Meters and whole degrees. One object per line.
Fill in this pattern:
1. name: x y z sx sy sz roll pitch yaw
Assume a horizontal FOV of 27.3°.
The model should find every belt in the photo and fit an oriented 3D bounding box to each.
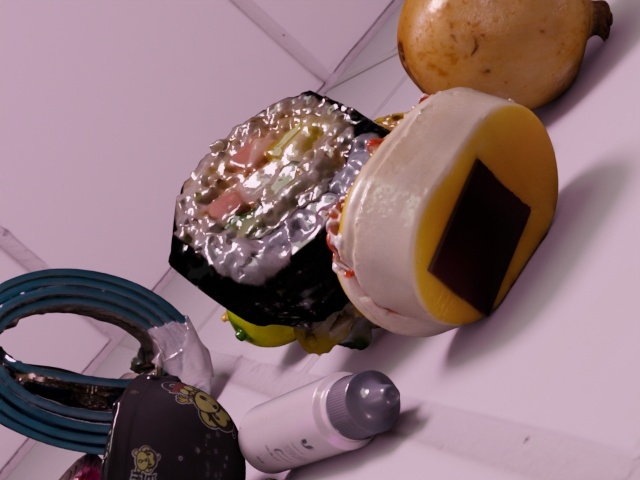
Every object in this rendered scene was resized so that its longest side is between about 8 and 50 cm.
1. belt: -0.403 0.207 2.256 0.173 0.436 0.300 167 117 -69

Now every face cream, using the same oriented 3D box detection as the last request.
1. face cream: 0.005 0.204 1.515 0.092 0.092 0.311 -55 11 -31

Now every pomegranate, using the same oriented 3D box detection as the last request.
1. pomegranate: 0.241 -0.303 1.857 0.307 0.307 0.307 -47 11 12

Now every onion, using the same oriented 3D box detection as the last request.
1. onion: -0.427 0.472 2.220 0.227 0.120 0.283 -49 5 -12

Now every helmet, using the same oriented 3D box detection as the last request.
1. helmet: -0.174 0.307 1.641 0.230 0.160 0.279 28 -119 -81

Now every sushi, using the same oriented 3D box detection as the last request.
1. sushi: 0.000 0.000 1.745 0.329 0.285 0.328 -47 39 -10

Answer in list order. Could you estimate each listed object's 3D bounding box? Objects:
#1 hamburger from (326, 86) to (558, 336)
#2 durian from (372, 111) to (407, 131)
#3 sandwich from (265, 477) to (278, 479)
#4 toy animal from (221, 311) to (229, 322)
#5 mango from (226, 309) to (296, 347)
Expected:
1. hamburger: 0.140 -0.033 1.475 0.151 0.227 0.295 2 48 49
2. durian: 0.127 -0.115 2.007 0.154 0.186 0.260 -50 -5 -40
3. sandwich: -0.074 0.327 1.576 0.101 0.026 0.069 -54 13 -23
4. toy animal: -0.108 0.124 2.333 0.083 0.070 0.159 -51 16 -22
5. mango: -0.023 0.028 2.073 0.192 0.156 0.343 -35 16 48
